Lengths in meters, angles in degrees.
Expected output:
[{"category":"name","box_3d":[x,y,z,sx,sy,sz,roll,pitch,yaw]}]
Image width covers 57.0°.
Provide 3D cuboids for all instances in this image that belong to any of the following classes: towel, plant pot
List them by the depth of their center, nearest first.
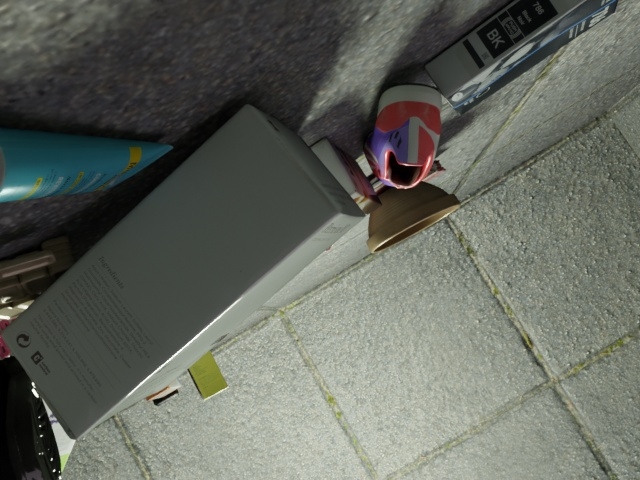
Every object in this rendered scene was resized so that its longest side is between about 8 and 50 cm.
[{"category":"plant pot","box_3d":[0.199,-0.072,1.384,0.237,0.110,0.237,-27,173,-4]},{"category":"towel","box_3d":[0.150,-0.120,1.442,0.237,0.037,0.329,-34,170,31]}]

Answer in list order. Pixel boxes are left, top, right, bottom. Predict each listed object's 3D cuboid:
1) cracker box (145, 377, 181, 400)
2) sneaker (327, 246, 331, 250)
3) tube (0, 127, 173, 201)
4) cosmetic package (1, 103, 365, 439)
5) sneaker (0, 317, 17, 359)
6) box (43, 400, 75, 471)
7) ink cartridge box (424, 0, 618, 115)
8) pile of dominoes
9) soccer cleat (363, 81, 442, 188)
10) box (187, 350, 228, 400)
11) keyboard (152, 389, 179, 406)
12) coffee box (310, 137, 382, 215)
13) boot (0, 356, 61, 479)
[{"category":"cracker box","box_3d":[-0.463,0.353,1.625,0.067,0.156,0.232,-30,171,-9]},{"category":"sneaker","box_3d":[0.000,0.000,1.485,0.051,0.070,0.134,-33,173,1]},{"category":"tube","box_3d":[-0.205,-0.062,0.488,0.080,0.052,0.207,-23,-179,17]},{"category":"cosmetic package","box_3d":[-0.145,0.034,0.703,0.385,0.156,0.217,-39,174,12]},{"category":"sneaker","box_3d":[-0.435,0.133,0.755,0.074,0.063,0.170,-5,-162,19]},{"category":"box","box_3d":[-0.547,0.337,1.054,0.232,0.058,0.322,-1,130,-46]},{"category":"ink cartridge box","box_3d":[0.311,-0.304,0.821,0.332,0.065,0.165,-35,170,19]},{"category":"pile of dominoes","box_3d":[-0.394,0.060,0.635,0.251,0.040,0.196,-19,168,-23]},{"category":"soccer cleat","box_3d":[0.120,-0.124,0.908,0.108,0.117,0.318,5,168,1]},{"category":"box","box_3d":[-0.273,0.220,1.242,0.058,0.232,0.087,-25,169,-20]},{"category":"keyboard","box_3d":[-0.476,0.396,1.771,0.108,0.180,0.023,-29,152,-8]},{"category":"coffee box","box_3d":[0.005,-0.071,0.974,0.141,0.098,0.246,-33,172,13]},{"category":"boot","box_3d":[-0.469,0.253,0.710,0.260,0.131,0.348,-20,-167,-29]}]
